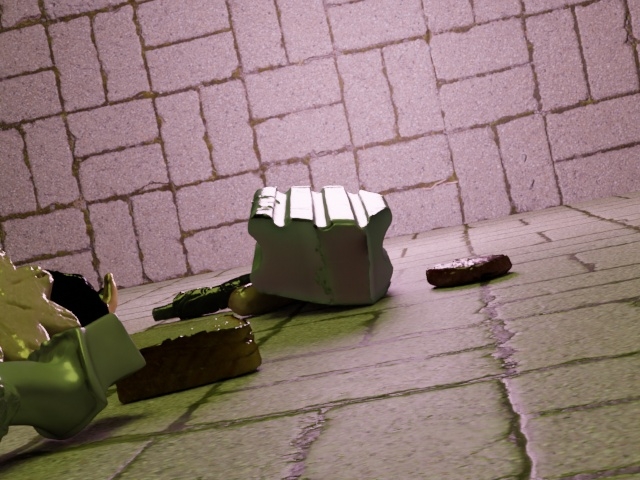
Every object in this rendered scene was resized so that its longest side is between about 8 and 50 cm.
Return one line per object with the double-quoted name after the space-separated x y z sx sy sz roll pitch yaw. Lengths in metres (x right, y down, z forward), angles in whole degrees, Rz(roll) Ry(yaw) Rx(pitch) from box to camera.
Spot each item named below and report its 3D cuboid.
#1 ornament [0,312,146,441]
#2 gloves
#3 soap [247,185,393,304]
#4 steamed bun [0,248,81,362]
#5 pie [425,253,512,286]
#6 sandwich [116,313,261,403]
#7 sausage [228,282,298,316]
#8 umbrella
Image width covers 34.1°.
-0.299 0.153 1.041 0.285 0.120 0.130 -15 -16 -42 "ornament"
-0.516 0.132 2.172 0.197 0.152 0.301 11 2 14 "gloves"
0.000 0.000 1.923 0.261 0.156 0.446 0 9 -2 "soap"
-0.519 0.130 1.599 0.292 0.295 0.137 11 -55 -36 "steamed bun"
0.257 0.051 1.811 0.154 0.036 0.154 -11 3 0 "pie"
-0.180 0.145 1.338 0.186 0.065 0.215 -11 2 -16 "sandwich"
-0.064 0.093 2.019 0.066 0.065 0.301 -9 5 37 "sausage"
-0.231 0.120 2.125 0.236 0.066 0.059 -14 8 4 "umbrella"
